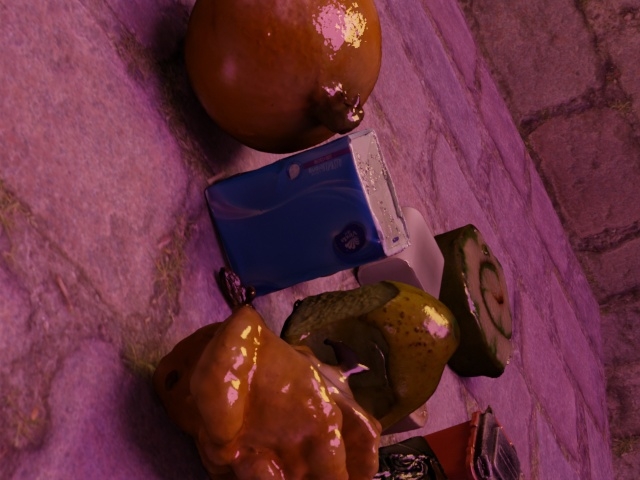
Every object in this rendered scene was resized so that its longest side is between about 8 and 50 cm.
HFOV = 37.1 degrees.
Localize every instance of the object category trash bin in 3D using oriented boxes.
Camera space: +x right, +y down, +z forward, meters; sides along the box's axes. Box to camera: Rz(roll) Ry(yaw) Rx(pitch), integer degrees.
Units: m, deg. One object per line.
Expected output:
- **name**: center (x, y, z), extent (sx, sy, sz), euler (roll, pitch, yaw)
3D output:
- **trash bin**: center (0.238, 0.422, 1.757), extent (0.161, 0.239, 0.184), euler (58, 31, -23)

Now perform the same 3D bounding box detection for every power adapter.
- **power adapter**: center (0.176, 0.040, 2.014), extent (0.187, 0.124, 0.255), euler (61, 26, -28)

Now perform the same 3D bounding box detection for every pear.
- **pear**: center (0.094, 0.194, 1.448), extent (0.164, 0.256, 0.238), euler (-55, 128, -62)

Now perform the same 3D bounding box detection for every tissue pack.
- **tissue pack**: center (-0.019, -0.040, 1.482), extent (0.146, 0.264, 0.198), euler (-24, 96, -65)

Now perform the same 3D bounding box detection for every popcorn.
- **popcorn**: center (-0.074, 0.230, 1.253), extent (0.316, 0.281, 0.297), euler (32, 0, -17)

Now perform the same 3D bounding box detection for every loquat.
- **loquat**: center (-0.046, -0.281, 1.505), extent (0.328, 0.328, 0.359), euler (34, 18, -54)

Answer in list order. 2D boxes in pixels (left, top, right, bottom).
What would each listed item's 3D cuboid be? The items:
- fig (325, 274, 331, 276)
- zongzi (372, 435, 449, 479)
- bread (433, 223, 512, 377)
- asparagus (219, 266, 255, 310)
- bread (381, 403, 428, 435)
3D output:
- **fig**: center (-0.011, -0.004, 1.644), extent (0.153, 0.121, 0.135), euler (65, 40, -59)
- **zongzi**: center (0.101, 0.515, 1.438), extent (0.319, 0.362, 0.383), euler (8, 38, -48)
- **bread**: center (0.376, 0.153, 2.350), extent (0.366, 0.129, 0.381), euler (0, 75, -65)
- **asparagus**: center (-0.114, 0.107, 1.471), extent (0.036, 0.030, 0.165), euler (-44, 119, -36)
- **bread**: center (0.104, 0.271, 1.687), extent (0.148, 0.141, 0.134), euler (64, 27, -21)
